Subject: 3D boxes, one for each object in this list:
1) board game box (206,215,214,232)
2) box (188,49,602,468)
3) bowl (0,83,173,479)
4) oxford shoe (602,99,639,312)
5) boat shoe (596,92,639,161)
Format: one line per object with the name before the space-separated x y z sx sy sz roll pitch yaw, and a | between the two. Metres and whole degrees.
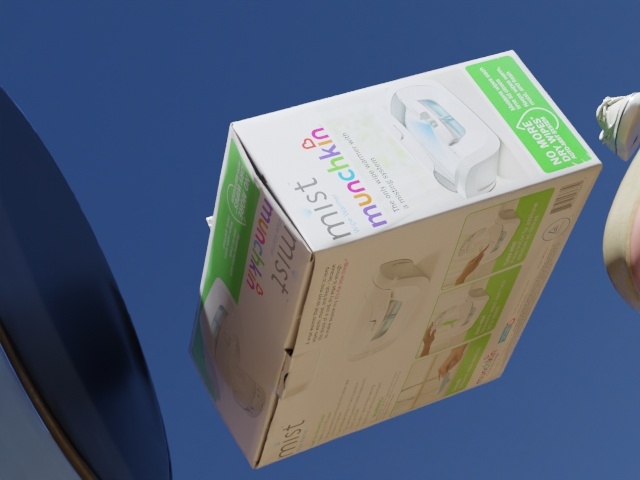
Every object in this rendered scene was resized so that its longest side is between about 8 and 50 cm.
board game box | 0.000 0.000 1.306 0.186 0.026 0.126 -19 -44 -6
box | 0.043 0.020 1.044 0.231 0.127 0.262 -17 -33 -24
bowl | -0.207 0.044 0.980 0.077 0.391 0.391 -24 -42 3
oxford shoe | 0.262 -0.066 0.904 0.397 0.146 0.140 -40 -70 -40
boat shoe | 0.211 -0.085 1.031 0.035 0.035 0.100 -56 -14 -3
